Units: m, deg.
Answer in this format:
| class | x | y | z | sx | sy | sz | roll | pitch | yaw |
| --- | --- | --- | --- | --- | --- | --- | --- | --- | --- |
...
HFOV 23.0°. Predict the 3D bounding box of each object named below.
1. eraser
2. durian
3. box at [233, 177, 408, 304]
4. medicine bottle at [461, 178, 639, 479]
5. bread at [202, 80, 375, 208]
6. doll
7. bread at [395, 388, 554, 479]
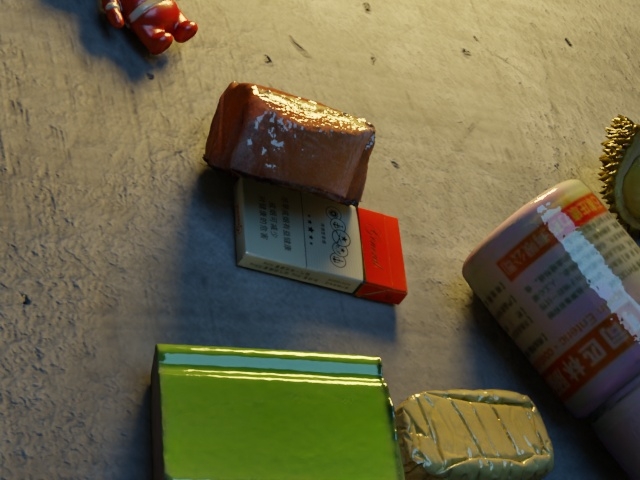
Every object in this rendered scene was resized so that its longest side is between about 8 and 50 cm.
| class | x | y | z | sx | sy | sz | roll | pitch | yaw |
| --- | --- | --- | --- | --- | --- | --- | --- | --- | --- |
| eraser | -0.055 | 0.221 | 1.815 | 0.274 | 0.092 | 0.210 | 2 | 48 | -13 |
| durian | 0.546 | -0.089 | 2.471 | 0.306 | 0.166 | 0.172 | 40 | 45 | -15 |
| box | 0.000 | 0.000 | 2.119 | 0.245 | 0.035 | 0.139 | 14 | 48 | -25 |
| medicine bottle | 0.388 | 0.125 | 2.155 | 0.219 | 0.219 | 0.388 | -26 | 74 | -44 |
| bread | -0.033 | -0.129 | 2.108 | 0.244 | 0.123 | 0.190 | 15 | 9 | -30 |
| doll | -0.275 | -0.366 | 2.202 | 0.245 | 0.076 | 0.142 | 52 | 44 | 7 |
| bread | 0.178 | 0.261 | 1.978 | 0.236 | 0.106 | 0.140 | 4 | 54 | -32 |
